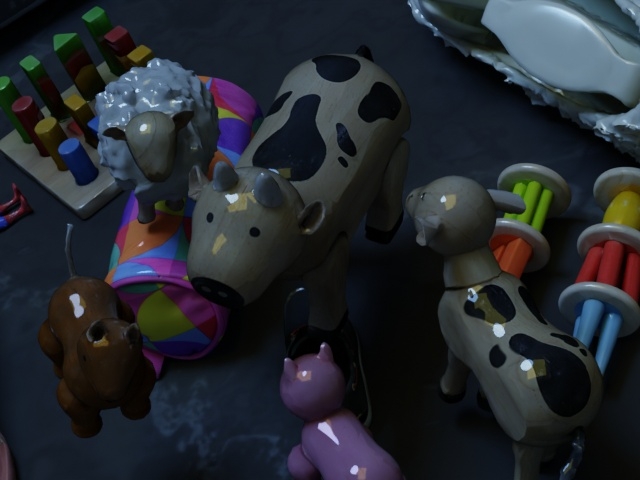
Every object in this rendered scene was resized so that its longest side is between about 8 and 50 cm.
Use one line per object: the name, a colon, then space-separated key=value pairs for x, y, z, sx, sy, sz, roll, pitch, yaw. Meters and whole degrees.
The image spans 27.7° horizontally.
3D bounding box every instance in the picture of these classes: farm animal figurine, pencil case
farm animal figurine: x=0.000 y=0.000 z=0.776 sx=0.330 sy=0.172 sz=0.327 roll=6 pitch=47 yaw=3
pencil case: x=-0.103 y=-0.019 z=0.976 sx=0.104 sy=0.104 sz=0.236 roll=-8 pitch=45 yaw=19

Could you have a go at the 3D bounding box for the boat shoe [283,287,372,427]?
boat shoe: x=0.001 y=0.074 z=0.873 sx=0.049 sy=0.042 sz=0.133 roll=-25 pitch=40 yaw=4

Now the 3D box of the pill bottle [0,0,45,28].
pill bottle: x=-0.332 y=-0.334 z=1.326 sx=0.361 sy=0.204 sz=0.204 roll=-34 pitch=42 yaw=-10

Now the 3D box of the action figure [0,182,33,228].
action figure: x=-0.306 y=-0.008 z=1.116 sx=0.115 sy=0.030 sz=0.038 roll=-36 pitch=48 yaw=-8

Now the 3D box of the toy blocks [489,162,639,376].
toy blocks: x=0.153 y=0.021 z=0.841 sx=0.123 sy=0.054 sz=0.148 roll=4 pitch=50 yaw=28

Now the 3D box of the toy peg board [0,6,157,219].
toy peg board: x=-0.200 y=-0.123 z=1.140 sx=0.161 sy=0.079 sz=0.160 roll=-41 pitch=44 yaw=-15

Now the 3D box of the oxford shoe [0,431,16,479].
oxford shoe: x=-0.313 y=0.107 z=0.911 sx=0.140 sy=0.146 sz=0.397 roll=-24 pitch=43 yaw=-2

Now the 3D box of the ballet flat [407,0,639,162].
ballet flat: x=0.155 y=-0.178 z=0.955 sx=0.147 sy=0.147 sz=0.409 roll=-36 pitch=43 yaw=-11
